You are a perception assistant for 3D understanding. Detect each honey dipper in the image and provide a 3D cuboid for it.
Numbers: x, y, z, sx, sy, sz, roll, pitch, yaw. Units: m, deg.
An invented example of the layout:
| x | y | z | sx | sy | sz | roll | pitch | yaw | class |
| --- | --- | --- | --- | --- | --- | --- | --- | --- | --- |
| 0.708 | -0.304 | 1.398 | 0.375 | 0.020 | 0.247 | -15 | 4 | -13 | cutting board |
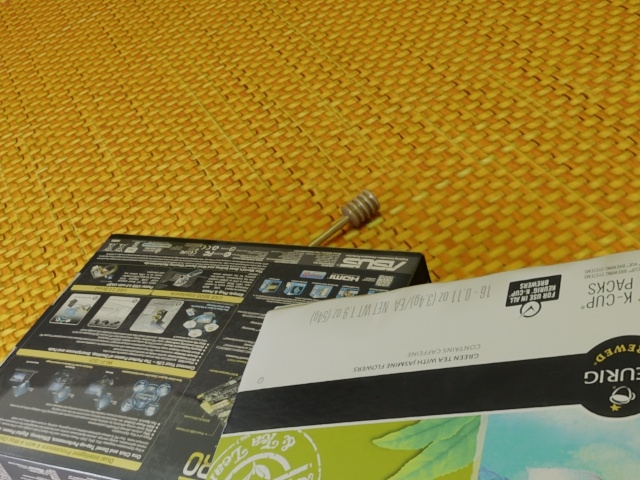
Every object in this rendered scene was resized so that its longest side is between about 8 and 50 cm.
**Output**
| x | y | z | sx | sy | sz | roll | pitch | yaw | class |
| --- | --- | --- | --- | --- | --- | --- | --- | --- | --- |
| 0.000 | 0.000 | 1.083 | 0.161 | 0.030 | 0.030 | -39 | 42 | -13 | honey dipper |

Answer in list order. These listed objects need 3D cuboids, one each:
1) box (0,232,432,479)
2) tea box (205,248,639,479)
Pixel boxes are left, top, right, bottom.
| x | y | z | sx | sy | sz | roll | pitch | yaw | class |
| --- | --- | --- | --- | --- | --- | --- | --- | --- | --- |
| -0.120 | 0.129 | 0.923 | 0.395 | 0.097 | 0.318 | 3 | 39 | 27 | box |
| 0.106 | 0.206 | 0.584 | 0.329 | 0.220 | 0.323 | -13 | 42 | 32 | tea box |
